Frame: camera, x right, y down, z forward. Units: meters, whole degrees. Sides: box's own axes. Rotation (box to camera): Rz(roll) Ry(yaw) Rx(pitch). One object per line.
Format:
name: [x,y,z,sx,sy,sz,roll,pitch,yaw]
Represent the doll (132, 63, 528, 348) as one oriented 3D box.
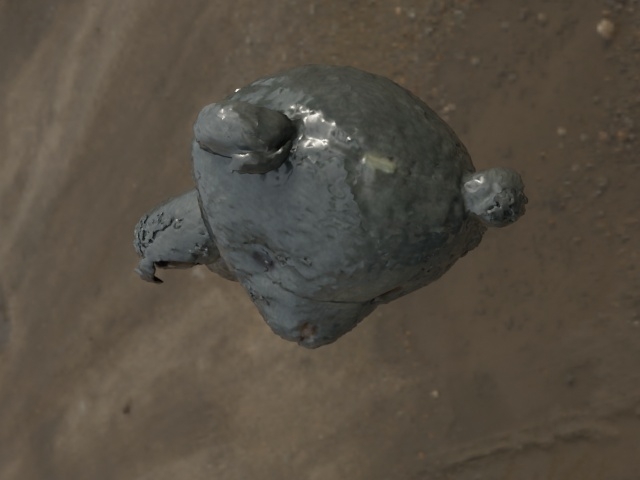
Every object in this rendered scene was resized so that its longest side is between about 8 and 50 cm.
doll: [0.001,0.006,0.769,0.340,0.246,0.158,124,148,-66]
